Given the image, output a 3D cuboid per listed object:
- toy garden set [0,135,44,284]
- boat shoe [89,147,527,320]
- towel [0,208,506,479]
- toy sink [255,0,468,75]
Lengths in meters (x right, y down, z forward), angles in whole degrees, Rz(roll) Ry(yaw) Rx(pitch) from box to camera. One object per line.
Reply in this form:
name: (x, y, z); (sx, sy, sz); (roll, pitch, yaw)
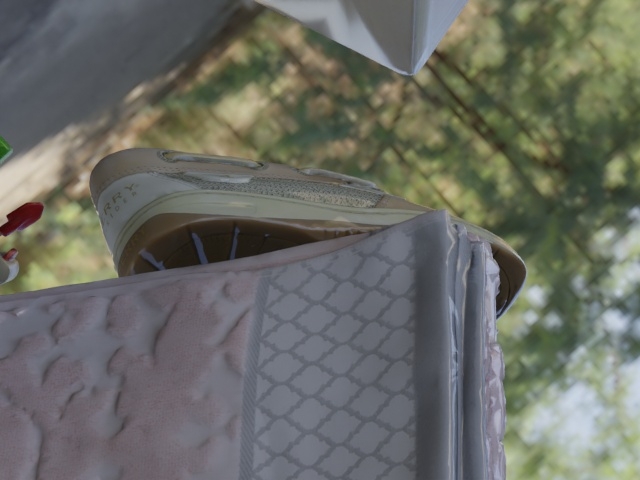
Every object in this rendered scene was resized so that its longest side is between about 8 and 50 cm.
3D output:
toy garden set: (-0.354, 0.000, 1.427); (0.244, 0.204, 0.049); (-44, 180, 8)
boat shoe: (0.000, 0.000, 0.988); (0.302, 0.098, 0.109); (8, 126, -37)
towel: (-0.079, 0.148, 0.651); (0.317, 0.053, 0.331); (-13, -130, 18)
toy sink: (0.003, -0.197, 0.569); (0.131, 0.153, 0.234); (-55, 163, -22)
